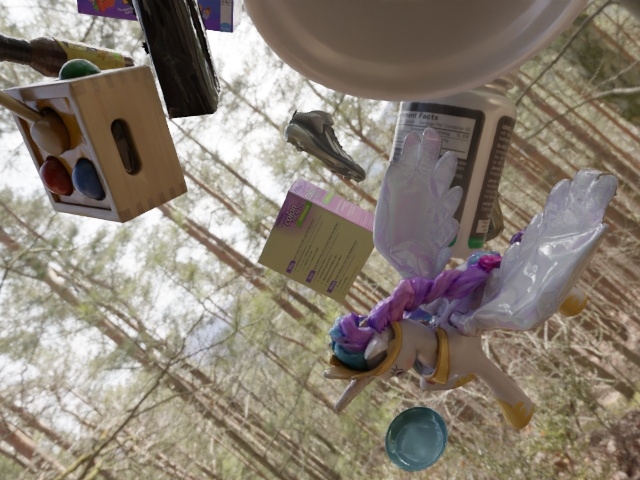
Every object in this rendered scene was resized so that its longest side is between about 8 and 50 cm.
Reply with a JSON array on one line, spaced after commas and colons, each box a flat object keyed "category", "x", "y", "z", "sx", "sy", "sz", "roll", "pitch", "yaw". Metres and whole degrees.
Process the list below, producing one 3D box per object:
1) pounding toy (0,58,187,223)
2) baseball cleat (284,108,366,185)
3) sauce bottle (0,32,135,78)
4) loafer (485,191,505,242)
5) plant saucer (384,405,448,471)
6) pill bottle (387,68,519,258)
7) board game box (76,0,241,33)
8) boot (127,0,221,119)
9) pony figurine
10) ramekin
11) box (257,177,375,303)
[{"category": "pounding toy", "x": -0.209, "y": -0.092, "z": 0.388, "sx": 0.130, "sy": 0.141, "sz": 0.100, "roll": 8, "pitch": 32, "yaw": 34}, {"category": "baseball cleat", "x": 0.026, "y": -0.207, "z": 0.988, "sx": 0.072, "sy": 0.205, "sz": 0.109, "roll": 1, "pitch": 65, "yaw": 63}, {"category": "sauce bottle", "x": -0.688, "y": -0.488, "z": 1.263, "sx": 0.344, "sy": 0.111, "sz": 0.111, "roll": -4, "pitch": -33, "yaw": -45}, {"category": "loafer", "x": 0.356, "y": -0.109, "z": 1.075, "sx": 0.087, "sy": 0.251, "sz": 0.094, "roll": 6, "pitch": -24, "yaw": -38}, {"category": "plant saucer", "x": 0.174, "y": 0.357, "z": 0.833, "sx": 0.119, "sy": 0.021, "sz": 0.119, "roll": -24, "pitch": 33, "yaw": 17}, {"category": "pill bottle", "x": 0.231, "y": -0.164, "z": 0.842, "sx": 0.204, "sy": 0.204, "sz": 0.361, "roll": -70, "pitch": -9, "yaw": -78}, {"category": "board game box", "x": -0.377, "y": -0.584, "z": 1.146, "sx": 0.233, "sy": 0.347, "sz": 0.078, "roll": -99, "pitch": 15, "yaw": -60}, {"category": "boot", "x": -0.278, "y": -0.507, "z": 0.893, "sx": 0.146, "sy": 0.445, "sz": 0.367, "roll": -5, "pitch": 39, "yaw": 13}, {"category": "pony figurine", "x": 0.195, "y": 0.073, "z": 0.596, "sx": 0.303, "sy": 0.363, "sz": 0.351, "roll": 30, "pitch": 97, "yaw": 53}, {"category": "ramekin", "x": 0.076, "y": -0.254, "z": 0.387, "sx": 0.277, "sy": 0.277, "sz": 0.135, "roll": 138, "pitch": 138, "yaw": -62}, {"category": "box", "x": 0.000, "y": 0.000, "z": 1.164, "sx": 0.117, "sy": 0.243, "sz": 0.214, "roll": -66, "pitch": 2, "yaw": -64}]
